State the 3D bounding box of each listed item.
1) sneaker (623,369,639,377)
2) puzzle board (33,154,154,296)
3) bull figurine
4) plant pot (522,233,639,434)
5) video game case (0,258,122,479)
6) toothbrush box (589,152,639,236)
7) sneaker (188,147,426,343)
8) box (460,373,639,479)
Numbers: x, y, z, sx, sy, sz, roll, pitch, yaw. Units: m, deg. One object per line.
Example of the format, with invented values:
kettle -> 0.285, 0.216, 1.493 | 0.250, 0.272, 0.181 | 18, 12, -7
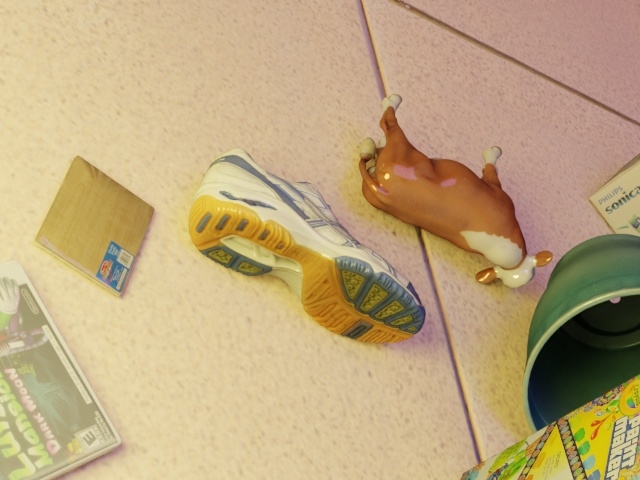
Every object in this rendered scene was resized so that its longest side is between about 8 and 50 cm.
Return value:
sneaker -> 0.530, 0.235, 1.578 | 0.226, 0.086, 0.163 | 32, 18, 37
puzzle board -> -0.217, -0.014, 1.122 | 0.096, 0.011, 0.128 | 36, 39, -21
bull figurine -> 0.174, -0.057, 1.505 | 0.310, 0.101, 0.188 | 27, 38, -32
plant pot -> 0.384, 0.121, 1.454 | 0.272, 0.271, 0.255 | 41, 23, -13
video game case -> -0.271, 0.115, 0.942 | 0.173, 0.022, 0.190 | -19, 74, -52
toothbrush box -> 0.607, -0.017, 1.909 | 0.295, 0.126, 0.216 | 53, 37, 2
sneaker -> 0.000, 0.000, 1.257 | 0.296, 0.112, 0.131 | 34, 39, -23
box -> 0.317, 0.332, 1.167 | 0.290, 0.279, 0.177 | 45, 37, -10
